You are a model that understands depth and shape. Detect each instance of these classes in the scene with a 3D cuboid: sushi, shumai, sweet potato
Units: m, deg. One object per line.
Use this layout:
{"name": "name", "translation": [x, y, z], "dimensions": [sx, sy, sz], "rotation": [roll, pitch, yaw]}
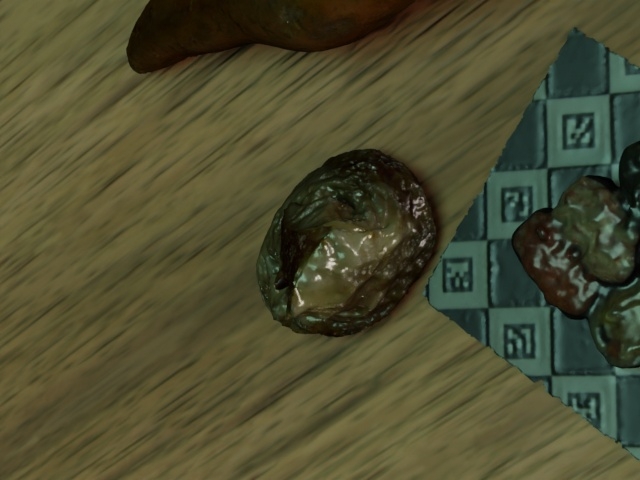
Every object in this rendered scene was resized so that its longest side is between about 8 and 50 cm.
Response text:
{"name": "sushi", "translation": [0.190, 0.007, 1.227], "dimensions": [0.231, 0.047, 0.219], "rotation": [37, 106, 28]}
{"name": "shumai", "translation": [0.011, -0.004, 1.319], "dimensions": [0.139, 0.105, 0.123], "rotation": [-32, 66, -1]}
{"name": "sweet potato", "translation": [-0.009, -0.185, 1.325], "dimensions": [0.359, 0.112, 0.112], "rotation": [-5, 85, 49]}
